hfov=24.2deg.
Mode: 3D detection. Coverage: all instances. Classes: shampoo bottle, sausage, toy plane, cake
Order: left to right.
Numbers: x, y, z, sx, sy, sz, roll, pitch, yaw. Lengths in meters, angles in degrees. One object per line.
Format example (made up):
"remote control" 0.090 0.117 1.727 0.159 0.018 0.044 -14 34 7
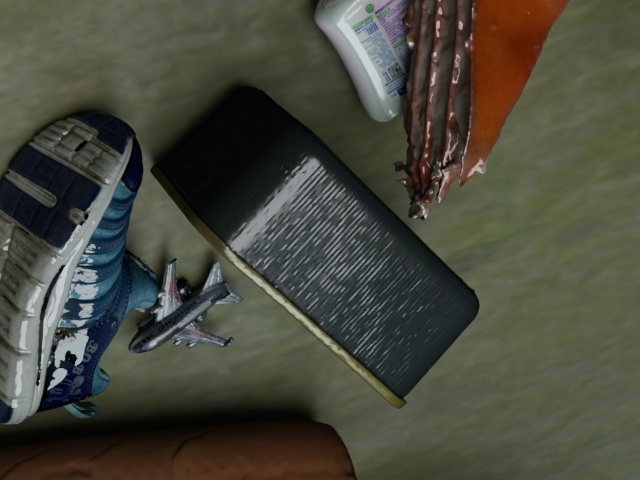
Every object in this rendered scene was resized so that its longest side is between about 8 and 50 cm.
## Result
"sausage" -0.122 0.190 1.008 0.304 0.121 0.121 -4 114 -18
"toy plane" -0.094 0.050 1.006 0.083 0.031 0.078 -32 119 -3
"shampoo bottle" 0.039 -0.135 0.962 0.072 0.043 0.099 -38 119 -8
"cake" 0.093 -0.154 0.909 0.135 0.098 0.287 23 82 -30

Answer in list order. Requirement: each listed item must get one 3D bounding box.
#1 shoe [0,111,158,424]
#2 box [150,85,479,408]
"shoe" -0.155 0.020 0.949 0.106 0.091 0.207 4 109 -45
"box" 0.000 0.000 0.954 0.090 0.144 0.201 -47 118 1
